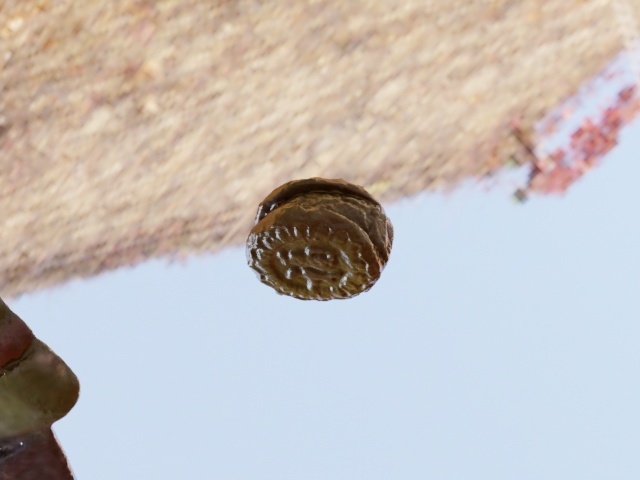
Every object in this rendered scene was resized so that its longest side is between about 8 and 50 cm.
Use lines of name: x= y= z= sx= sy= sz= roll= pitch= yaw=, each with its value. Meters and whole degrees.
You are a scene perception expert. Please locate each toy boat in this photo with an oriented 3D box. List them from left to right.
toy boat: x=-0.278 y=0.084 z=1.190 sx=0.276 sy=0.293 sz=0.111 roll=12 pitch=-137 yaw=24

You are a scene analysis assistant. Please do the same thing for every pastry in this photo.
pastry: x=0.000 y=0.000 z=1.275 sx=0.109 sy=0.097 sz=0.057 roll=59 pitch=-150 yaw=-45
